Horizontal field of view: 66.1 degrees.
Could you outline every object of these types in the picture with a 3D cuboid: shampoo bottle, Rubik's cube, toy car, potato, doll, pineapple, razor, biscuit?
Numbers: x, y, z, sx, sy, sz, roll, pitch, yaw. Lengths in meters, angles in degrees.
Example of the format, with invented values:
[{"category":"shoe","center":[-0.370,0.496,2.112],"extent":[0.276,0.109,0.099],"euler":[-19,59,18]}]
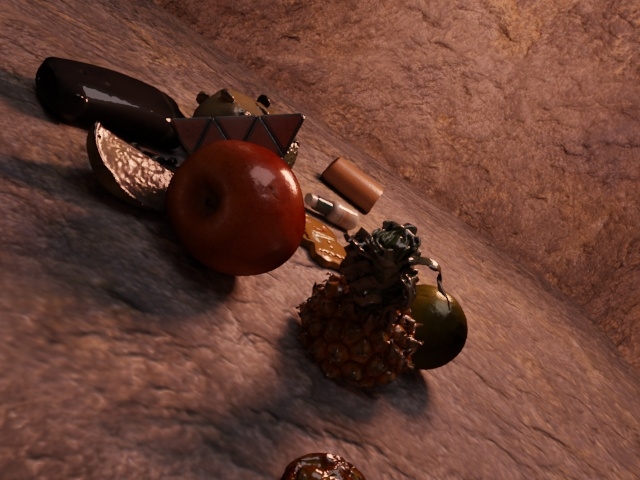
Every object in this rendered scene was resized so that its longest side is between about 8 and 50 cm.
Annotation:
[{"category":"shampoo bottle","center":[0.037,-0.097,1.585],"extent":[0.192,0.074,0.074],"euler":[26,22,-29]},{"category":"Rubik's cube","center":[-0.183,-0.191,1.170],"extent":[0.233,0.228,0.228],"euler":[-32,48,-28]},{"category":"toy car","center":[-0.357,-0.165,1.097],"extent":[0.095,0.056,0.205],"euler":[31,8,27]},{"category":"potato","center":[-0.369,-0.110,0.971],"extent":[0.261,0.100,0.120],"euler":[35,51,-47]},{"category":"doll","center":[-0.206,-0.305,1.422],"extent":[0.349,0.247,0.247],"euler":[28,19,-48]},{"category":"pineapple","center":[0.093,0.087,0.874],"extent":[0.263,0.271,0.262],"euler":[7,45,-7]},{"category":"razor","center":[-0.490,-0.332,1.193],"extent":[0.349,0.113,0.204],"euler":[8,36,-53]},{"category":"biscuit","center":[0.002,-0.002,1.374],"extent":[0.184,0.035,0.249],"euler":[22,23,-34]}]

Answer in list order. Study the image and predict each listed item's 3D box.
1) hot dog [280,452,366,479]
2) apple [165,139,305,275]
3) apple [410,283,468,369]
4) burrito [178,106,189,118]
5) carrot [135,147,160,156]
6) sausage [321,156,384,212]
[{"category":"hot dog","center":[0.019,0.327,0.620],"extent":[0.147,0.065,0.099],"euler":[31,11,-8]},{"category":"apple","center":[-0.161,-0.061,0.925],"extent":[0.206,0.251,0.271],"euler":[-3,56,-53]},{"category":"apple","center":[0.220,0.191,1.084],"extent":[0.157,0.196,0.196],"euler":[-10,45,-31]},{"category":"burrito","center":[-0.412,-0.359,1.482],"extent":[0.149,0.041,0.055],"euler":[48,10,30]},{"category":"carrot","center":[-0.410,-0.196,1.140],"extent":[0.035,0.035,0.142],"euler":[40,14,12]},{"category":"sausage","center":[0.124,-0.228,1.959],"extent":[0.253,0.123,0.123],"euler":[37,20,4]}]
